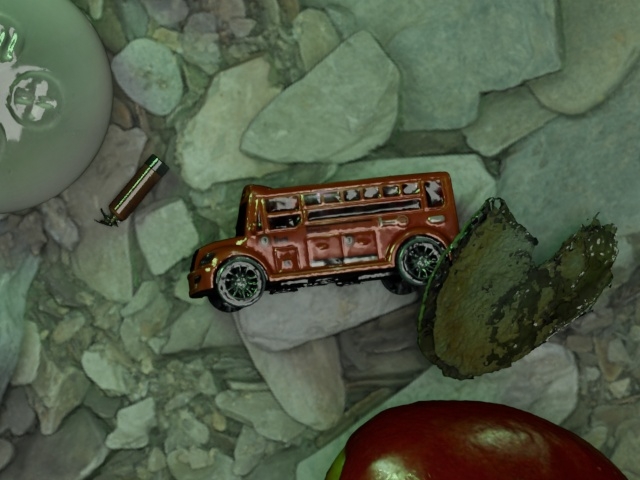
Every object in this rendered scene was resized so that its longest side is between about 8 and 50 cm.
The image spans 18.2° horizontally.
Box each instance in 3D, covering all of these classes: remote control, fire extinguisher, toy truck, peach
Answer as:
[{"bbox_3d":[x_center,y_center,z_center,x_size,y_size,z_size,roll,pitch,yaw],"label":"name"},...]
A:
[{"bbox_3d":[-0.352,-0.145,1.801,0.332,0.103,0.221,11,90,-6],"label":"remote control"},{"bbox_3d":[-0.177,-0.044,1.870,0.028,0.022,0.083,39,88,31],"label":"fire extinguisher"},{"bbox_3d":[0.000,0.000,1.851,0.253,0.107,0.114,-6,85,-9],"label":"toy truck"},{"bbox_3d":[0.154,0.292,1.813,0.338,0.281,0.281,24,90,-8],"label":"peach"}]

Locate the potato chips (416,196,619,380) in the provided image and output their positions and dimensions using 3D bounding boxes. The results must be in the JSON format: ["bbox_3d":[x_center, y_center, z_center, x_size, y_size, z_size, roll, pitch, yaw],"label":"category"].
[{"bbox_3d":[0.184,0.042,1.863,0.220,0.029,0.202,-4,121,-34],"label":"potato chips"}]
